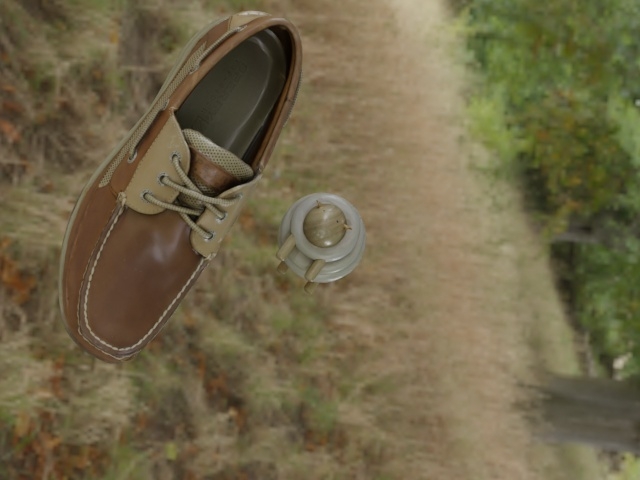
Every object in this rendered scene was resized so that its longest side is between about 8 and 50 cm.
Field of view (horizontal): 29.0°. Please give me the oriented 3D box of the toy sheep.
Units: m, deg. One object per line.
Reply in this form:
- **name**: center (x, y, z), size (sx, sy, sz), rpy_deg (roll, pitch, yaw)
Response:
- **toy sheep**: center (0.000, 0.000, 1.152), size (0.132, 0.091, 0.091), rpy_deg (114, -16, -78)

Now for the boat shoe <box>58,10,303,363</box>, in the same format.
- **boat shoe**: center (-0.111, -0.054, 1.007), size (0.116, 0.123, 0.324), rpy_deg (-8, -124, 66)
